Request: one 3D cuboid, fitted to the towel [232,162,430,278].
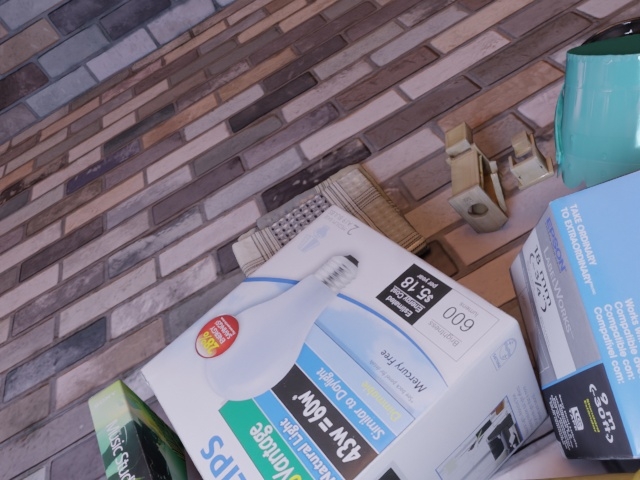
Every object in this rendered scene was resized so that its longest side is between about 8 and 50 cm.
[{"bbox_3d":[0.000,0.000,1.132,0.312,0.056,0.324,-33,39,0],"label":"towel"}]

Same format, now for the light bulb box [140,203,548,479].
[{"bbox_3d":[0.021,0.197,0.787,0.361,0.225,0.358,-41,41,-12],"label":"light bulb box"}]

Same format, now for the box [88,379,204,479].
[{"bbox_3d":[-0.174,0.347,0.756,0.058,0.232,0.322,-35,40,-10],"label":"box"}]

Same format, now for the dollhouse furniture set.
[{"bbox_3d":[0.303,-0.130,1.007,0.161,0.101,0.182,-27,37,34],"label":"dollhouse furniture set"}]

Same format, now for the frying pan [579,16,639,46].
[{"bbox_3d":[0.544,-0.279,1.061,0.197,0.053,0.326,-12,47,29],"label":"frying pan"}]

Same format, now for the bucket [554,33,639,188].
[{"bbox_3d":[0.466,-0.183,0.839,0.281,0.183,0.281,-8,20,3],"label":"bucket"}]

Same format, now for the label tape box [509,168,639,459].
[{"bbox_3d":[0.290,0.078,0.588,0.105,0.334,0.241,-11,69,2],"label":"label tape box"}]

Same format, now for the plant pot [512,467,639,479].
[{"bbox_3d":[0.258,0.312,0.526,0.239,0.254,0.254,-11,42,47],"label":"plant pot"}]
